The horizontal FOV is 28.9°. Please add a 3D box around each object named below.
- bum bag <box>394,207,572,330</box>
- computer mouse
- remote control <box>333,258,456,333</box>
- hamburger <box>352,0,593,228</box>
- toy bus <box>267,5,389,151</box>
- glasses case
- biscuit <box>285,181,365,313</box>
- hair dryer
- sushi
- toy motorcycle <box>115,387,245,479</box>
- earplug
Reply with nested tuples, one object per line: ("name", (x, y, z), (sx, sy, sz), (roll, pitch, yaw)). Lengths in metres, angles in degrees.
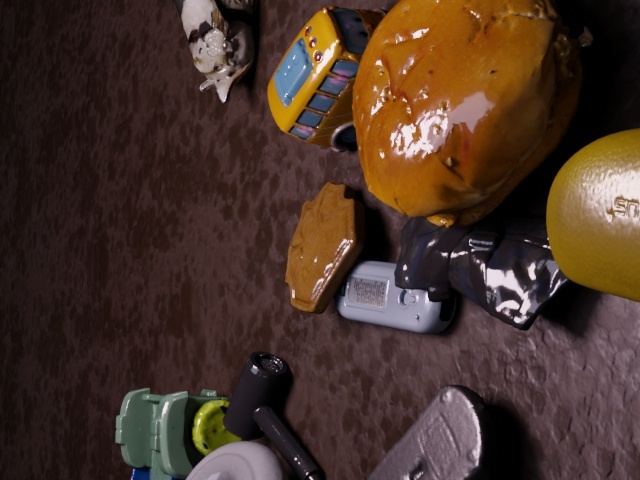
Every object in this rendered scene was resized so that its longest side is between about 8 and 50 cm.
("bum bag", (0.190, 0.020, 1.462), (0.310, 0.074, 0.137), (16, 79, 57))
("computer mouse", (0.140, 0.296, 1.502), (0.269, 0.086, 0.137), (-55, 36, 26))
("remote control", (0.092, 0.072, 1.646), (0.244, 0.047, 0.087), (5, 86, 57))
("hamburger", (0.165, -0.171, 1.412), (0.314, 0.170, 0.290), (-45, 43, 33))
("toy bus", (0.015, -0.229, 1.723), (0.209, 0.136, 0.126), (-52, 45, 40))
("glasses case", (0.356, -0.016, 1.140), (0.371, 0.141, 0.173), (17, 100, 57))
("biscuit", (-0.002, -0.001, 1.771), (0.182, 0.034, 0.215), (-59, 25, 20))
("hair dryer", (-0.050, 0.282, 1.849), (0.255, 0.070, 0.128), (43, 121, 43))
("sushi", (-0.152, -0.363, 2.064), (0.134, 0.109, 0.273), (-25, 80, 50))
("toy motorcycle", (-0.247, 0.403, 2.012), (0.191, 0.200, 0.326), (-8, 78, 57))
("earplug", (-0.124, 0.457, 1.814), (0.214, 0.175, 0.325), (11, 98, 50))
